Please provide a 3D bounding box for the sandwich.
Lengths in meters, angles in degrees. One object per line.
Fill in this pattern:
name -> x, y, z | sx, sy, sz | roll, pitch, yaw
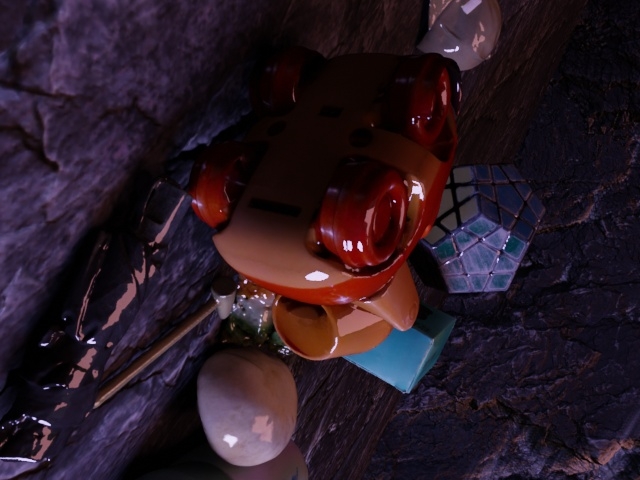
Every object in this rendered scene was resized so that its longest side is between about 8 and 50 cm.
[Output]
sandwich -> 0.005, 0.001, 0.724 | 0.292, 0.109, 0.212 | -42, 152, -44

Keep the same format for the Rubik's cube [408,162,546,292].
Rubik's cube -> 0.320, -0.029, 1.242 | 0.319, 0.319, 0.264 | -47, -179, -37

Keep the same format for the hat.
hat -> 0.229, -0.358, 0.825 | 0.166, 0.144, 0.173 | -56, -178, -25

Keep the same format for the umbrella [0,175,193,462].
umbrella -> -0.170, 0.056, 0.439 | 0.236, 0.059, 0.066 | -63, -179, -8

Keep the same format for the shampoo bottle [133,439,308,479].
shampoo bottle -> -0.141, 0.356, 0.748 | 0.222, 0.151, 0.349 | -57, 161, -1

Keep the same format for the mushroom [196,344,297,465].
mushroom -> -0.098, 0.200, 0.706 | 0.154, 0.122, 0.154 | 43, 39, -48

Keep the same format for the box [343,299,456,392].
box -> 0.144, 0.179, 1.156 | 0.311, 0.205, 0.118 | 2, 112, -68

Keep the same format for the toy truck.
toy truck -> 0.024, -0.029, 0.532 | 0.265, 0.189, 0.239 | -62, 147, -22

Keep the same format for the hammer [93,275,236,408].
hammer -> -0.159, 0.109, 0.588 | 0.195, 0.028, 0.060 | -40, 156, -42
